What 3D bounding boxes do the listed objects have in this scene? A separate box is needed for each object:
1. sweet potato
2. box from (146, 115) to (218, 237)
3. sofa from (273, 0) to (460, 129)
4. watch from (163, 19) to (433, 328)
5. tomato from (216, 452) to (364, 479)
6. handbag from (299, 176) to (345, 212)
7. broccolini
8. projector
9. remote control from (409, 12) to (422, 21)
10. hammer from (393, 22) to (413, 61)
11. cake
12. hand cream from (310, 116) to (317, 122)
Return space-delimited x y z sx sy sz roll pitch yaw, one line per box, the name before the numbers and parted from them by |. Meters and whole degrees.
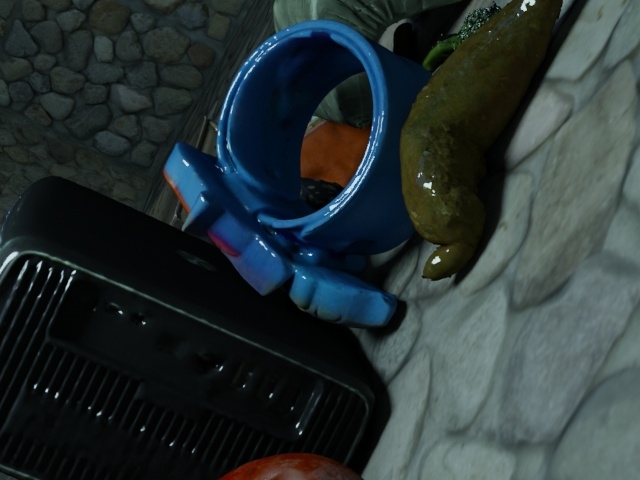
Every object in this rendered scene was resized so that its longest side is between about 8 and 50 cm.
sweet potato | 0.137 -0.113 1.017 0.124 0.098 0.310 14 77 54
box | -0.182 -0.007 1.774 0.297 0.190 0.225 -51 21 48
sofa | 0.074 -0.267 1.374 0.225 0.176 0.210 -26 18 -15
watch | 0.016 -0.072 1.136 0.305 0.241 0.274 45 107 34
tomato | -0.031 0.266 0.869 0.187 0.151 0.187 -13 52 17
handbag | 0.000 0.000 1.364 0.115 0.072 0.139 45 127 53
broccolini | 0.156 -0.223 1.231 0.239 0.051 0.054 180 105 -76
projector | -0.182 0.127 1.146 0.242 0.395 0.405 -62 15 6
remote control | 0.160 -0.379 1.489 0.162 0.029 0.061 -58 24 11
hammer | 0.105 -0.186 1.370 0.111 0.043 0.365 -57 14 33
cake | 0.023 -0.124 1.473 0.287 0.135 0.098 -50 4 -21
hand cream | 0.024 -0.238 1.703 0.205 0.050 0.078 126 162 -50
